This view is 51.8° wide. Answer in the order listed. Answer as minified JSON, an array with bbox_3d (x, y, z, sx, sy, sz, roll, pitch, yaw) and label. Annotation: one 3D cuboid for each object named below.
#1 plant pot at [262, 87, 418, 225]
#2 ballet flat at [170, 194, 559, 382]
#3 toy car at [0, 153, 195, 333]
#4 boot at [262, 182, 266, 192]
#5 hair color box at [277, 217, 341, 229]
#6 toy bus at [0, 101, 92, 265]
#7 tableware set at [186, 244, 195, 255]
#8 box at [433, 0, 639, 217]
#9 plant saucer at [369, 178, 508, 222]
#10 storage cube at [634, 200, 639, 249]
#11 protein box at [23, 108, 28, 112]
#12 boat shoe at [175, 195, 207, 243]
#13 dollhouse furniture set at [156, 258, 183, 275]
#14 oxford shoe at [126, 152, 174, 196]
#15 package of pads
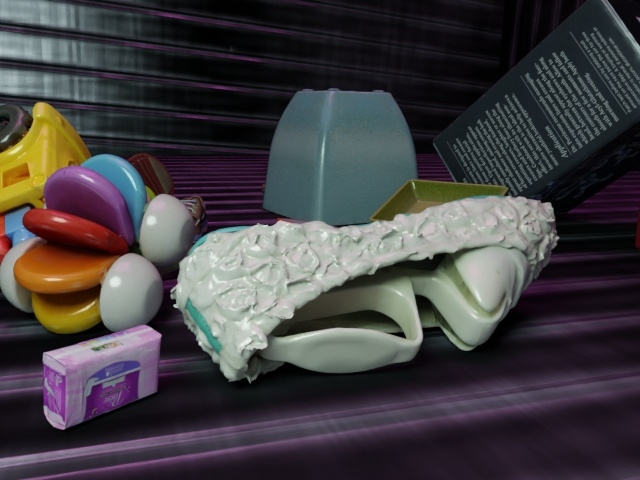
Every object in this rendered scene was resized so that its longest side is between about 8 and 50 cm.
[{"bbox_3d":[0.042,-0.177,1.333,0.248,0.252,0.247,-5,14,-29],"label":"plant pot"},{"bbox_3d":[0.076,0.052,0.596,0.409,0.147,0.147,-7,14,-25],"label":"ballet flat"},{"bbox_3d":[-0.222,-0.008,0.635,0.159,0.136,0.182,8,50,15],"label":"toy car"},{"bbox_3d":[-0.083,-0.142,1.681,0.114,0.037,0.106,0,24,8],"label":"boot"},{"bbox_3d":[0.000,0.000,0.952,0.072,0.043,0.141,3,8,-34],"label":"hair color box"},{"bbox_3d":[-0.378,-0.025,0.765,0.220,0.149,0.211,-20,52,0],"label":"toy bus"},{"bbox_3d":[-0.117,0.019,0.911,0.141,0.020,0.168,7,7,0],"label":"tableware set"},{"bbox_3d":[0.462,-0.215,1.197,0.294,0.212,0.395,-9,-23,-41],"label":"box"},{"bbox_3d":[0.206,-0.045,1.130,0.188,0.045,0.188,8,30,28],"label":"plant saucer"},{"bbox_3d":[0.600,-0.061,0.972,0.184,0.193,0.215,2,12,2],"label":"storage cube"},{"bbox_3d":[-0.657,-0.150,1.240,0.136,0.199,0.201,3,11,1],"label":"protein box"},{"bbox_3d":[-0.220,-0.036,1.060,0.066,0.066,0.183,0,11,-5],"label":"boat shoe"},{"bbox_3d":[-0.212,0.021,0.767,0.059,0.076,0.152,9,24,45],"label":"dollhouse furniture set"},{"bbox_3d":[-0.367,-0.039,1.043,0.130,0.123,0.348,-28,4,25],"label":"oxford shoe"},{"bbox_3d":[-0.151,0.094,0.464,0.032,0.050,0.083,16,17,34],"label":"package of pads"}]
